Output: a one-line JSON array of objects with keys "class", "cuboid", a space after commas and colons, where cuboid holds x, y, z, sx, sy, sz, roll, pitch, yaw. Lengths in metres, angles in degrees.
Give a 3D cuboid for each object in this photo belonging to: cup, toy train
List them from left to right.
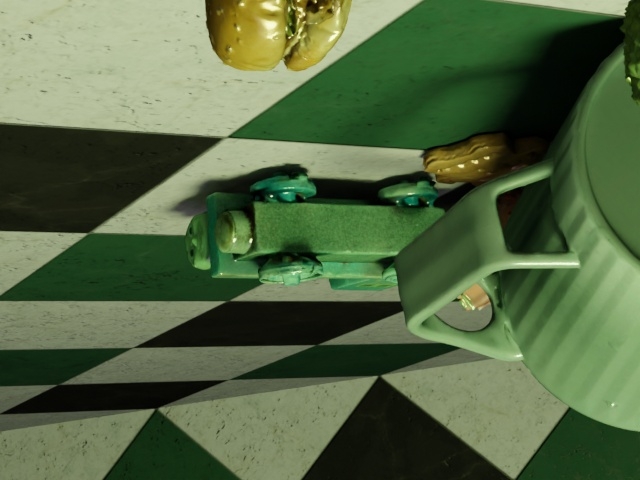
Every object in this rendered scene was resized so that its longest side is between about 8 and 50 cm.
[{"class": "toy train", "cuboid": [0.000, 0.000, 1.639, 0.298, 0.120, 0.194, 2, 169, -33]}, {"class": "cup", "cuboid": [0.296, 0.016, 1.362, 0.401, 0.310, 0.392, -38, 165, -10]}]

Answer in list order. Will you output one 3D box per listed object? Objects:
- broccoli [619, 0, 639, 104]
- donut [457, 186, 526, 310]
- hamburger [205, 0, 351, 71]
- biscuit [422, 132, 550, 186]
[{"class": "broccoli", "cuboid": [0.334, -0.181, 0.999, 0.254, 0.186, 0.302, -12, -154, 25]}, {"class": "donut", "cuboid": [0.204, -0.003, 1.665, 0.065, 0.166, 0.117, 36, 147, -16]}, {"class": "hamburger", "cuboid": [-0.027, -0.166, 0.867, 0.083, 0.138, 0.147, -5, 173, -11]}, {"class": "biscuit", "cuboid": [0.187, -0.079, 1.583, 0.133, 0.027, 0.184, -14, 165, 23]}]
